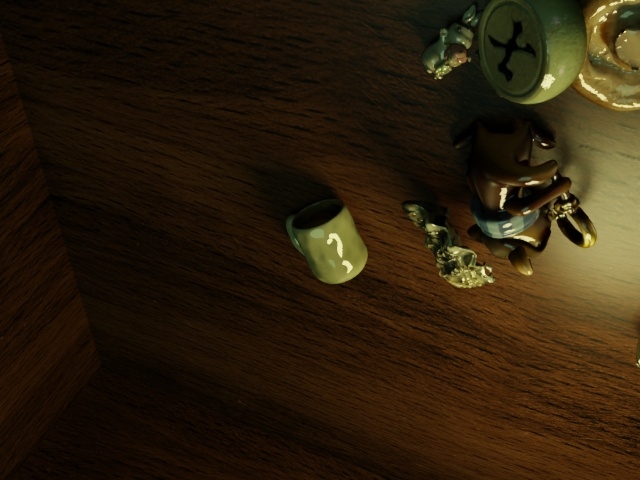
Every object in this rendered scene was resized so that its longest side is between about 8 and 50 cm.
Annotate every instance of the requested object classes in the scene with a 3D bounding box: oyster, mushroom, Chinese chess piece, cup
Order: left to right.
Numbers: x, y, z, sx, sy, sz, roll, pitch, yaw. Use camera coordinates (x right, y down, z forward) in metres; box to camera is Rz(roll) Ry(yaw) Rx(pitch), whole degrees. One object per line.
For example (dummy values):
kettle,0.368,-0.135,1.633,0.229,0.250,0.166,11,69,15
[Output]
cup,-0.005,0.012,1.610,0.255,0.173,0.202,-9,122,30
oyster,0.329,0.024,1.417,0.115,0.238,0.351,-32,143,6
Chinese chess piece,0.397,-0.374,1.067,0.092,0.238,0.238,-22,127,-13
mushroom,0.583,-0.369,1.028,0.278,0.146,0.278,10,135,10

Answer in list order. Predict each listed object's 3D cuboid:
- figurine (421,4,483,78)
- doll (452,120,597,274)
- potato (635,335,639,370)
figurine,0.292,-0.408,1.177,0.146,0.081,0.098,-35,71,41
doll,0.461,-0.105,1.296,0.318,0.209,0.340,27,143,51
potato,0.911,0.232,1.413,0.138,0.098,0.243,17,127,7
